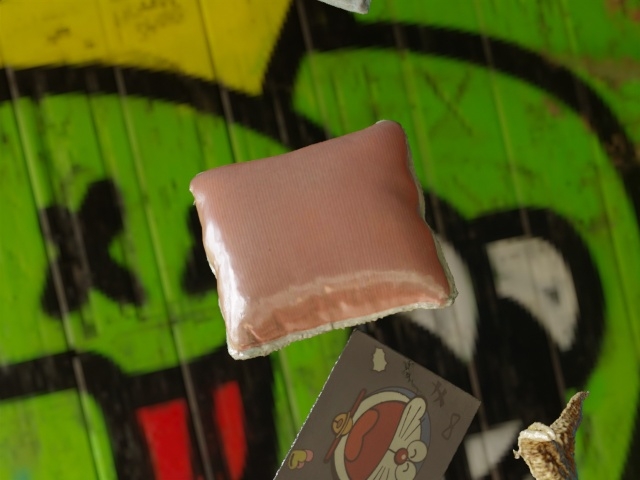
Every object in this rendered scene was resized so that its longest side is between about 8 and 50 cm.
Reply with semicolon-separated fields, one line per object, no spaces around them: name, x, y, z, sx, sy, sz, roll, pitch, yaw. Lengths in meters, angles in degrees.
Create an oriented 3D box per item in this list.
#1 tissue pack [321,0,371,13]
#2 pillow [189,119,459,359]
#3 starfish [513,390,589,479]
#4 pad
tissue pack;-0.079;-0.373;1.651;0.315;0.103;0.228;21;-21;12
pillow;0.000;0.000;1.234;0.179;0.171;0.075;-16;-26;0
starfish;0.243;0.254;1.521;0.062;0.236;0.277;-19;24;16
pad;0.026;0.209;1.294;0.170;0.245;0.006;33;-7;-39
